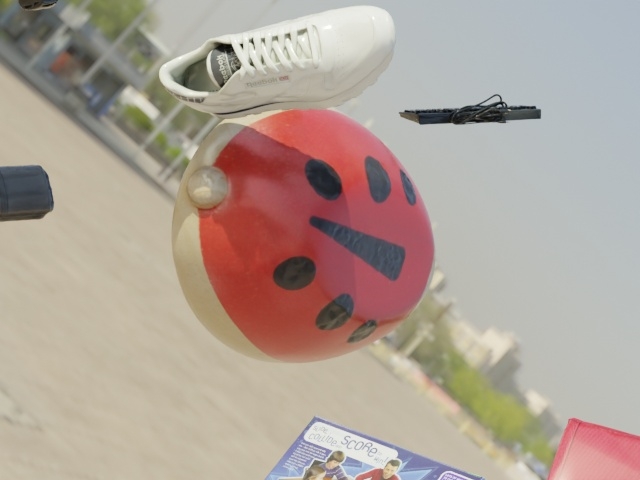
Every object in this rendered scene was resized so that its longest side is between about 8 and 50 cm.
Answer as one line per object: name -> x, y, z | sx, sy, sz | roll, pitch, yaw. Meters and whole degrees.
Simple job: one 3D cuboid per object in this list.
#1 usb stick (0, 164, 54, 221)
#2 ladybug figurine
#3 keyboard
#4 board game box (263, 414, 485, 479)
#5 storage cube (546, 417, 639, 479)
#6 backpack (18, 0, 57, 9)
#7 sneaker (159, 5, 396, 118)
usb stick -> -0.479, -0.058, 1.843 | 0.278, 0.077, 0.045 | -5, -7, -40
ladybug figurine -> 0.000, 0.000, 1.604 | 0.161, 0.305, 0.449 | 15, -2, 32
keyboard -> 0.209, -0.179, 1.882 | 0.192, 0.038, 0.100 | -6, 15, -22
board game box -> 0.037, 0.246, 1.294 | 0.201, 0.136, 0.035 | 16, -37, 39
storage cube -> 0.200, 0.235, 0.742 | 0.193, 0.215, 0.184 | 14, -33, 22
backpack -> -0.222, -0.343, 0.958 | 0.213, 0.263, 0.276 | 21, -26, 0
sneaker -> -0.040, -0.171, 1.351 | 0.095, 0.235, 0.090 | 16, 61, -61
